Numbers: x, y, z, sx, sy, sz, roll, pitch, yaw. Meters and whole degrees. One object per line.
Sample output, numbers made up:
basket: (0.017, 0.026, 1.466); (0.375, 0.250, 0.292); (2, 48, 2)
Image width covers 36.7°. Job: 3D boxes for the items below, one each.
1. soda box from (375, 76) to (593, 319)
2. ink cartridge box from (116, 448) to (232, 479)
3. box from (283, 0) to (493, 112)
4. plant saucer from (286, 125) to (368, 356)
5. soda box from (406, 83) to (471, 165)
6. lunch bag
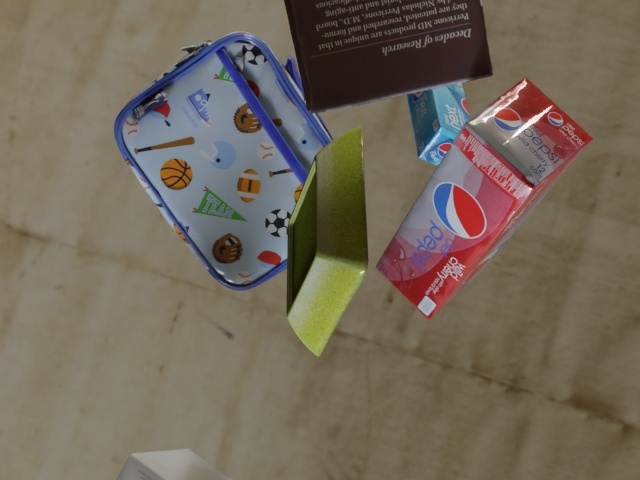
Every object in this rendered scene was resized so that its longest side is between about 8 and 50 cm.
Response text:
soda box: (0.145, -0.030, 0.913); (0.092, 0.083, 0.263); (-37, 167, -30)
ink cartridge box: (-0.209, 0.360, 1.107); (0.231, 0.078, 0.134); (-62, 157, 3)
box: (0.047, -0.240, 0.876); (0.168, 0.167, 0.203); (-96, 173, -73)
plant saucer: (0.000, 0.000, 1.039); (0.188, 0.045, 0.188); (115, -21, -52)
soda box: (0.190, -0.204, 1.543); (0.067, 0.071, 0.210); (-55, -157, 35)
lunch bag: (-0.101, -0.109, 1.225); (0.243, 0.303, 0.115); (-32, -166, 4)
